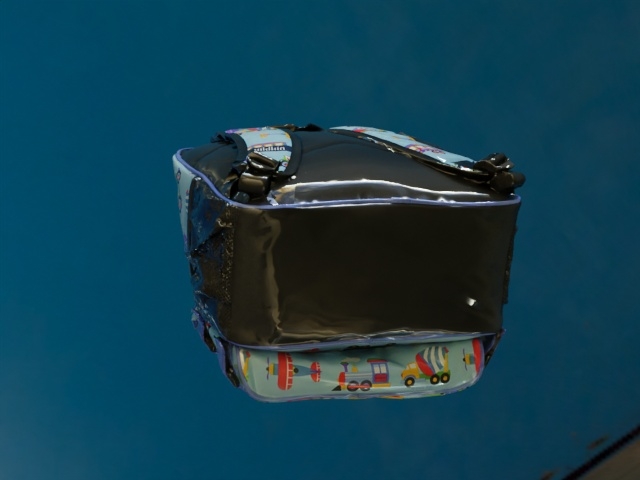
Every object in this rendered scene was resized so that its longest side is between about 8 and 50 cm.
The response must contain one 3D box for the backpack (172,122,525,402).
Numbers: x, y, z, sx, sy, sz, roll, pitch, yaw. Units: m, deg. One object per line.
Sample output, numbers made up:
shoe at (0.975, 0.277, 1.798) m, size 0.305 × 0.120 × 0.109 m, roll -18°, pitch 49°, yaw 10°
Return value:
backpack at (0.000, 0.000, 0.646) m, size 0.158 × 0.173 × 0.117 m, roll -2°, pitch -76°, yaw -20°
